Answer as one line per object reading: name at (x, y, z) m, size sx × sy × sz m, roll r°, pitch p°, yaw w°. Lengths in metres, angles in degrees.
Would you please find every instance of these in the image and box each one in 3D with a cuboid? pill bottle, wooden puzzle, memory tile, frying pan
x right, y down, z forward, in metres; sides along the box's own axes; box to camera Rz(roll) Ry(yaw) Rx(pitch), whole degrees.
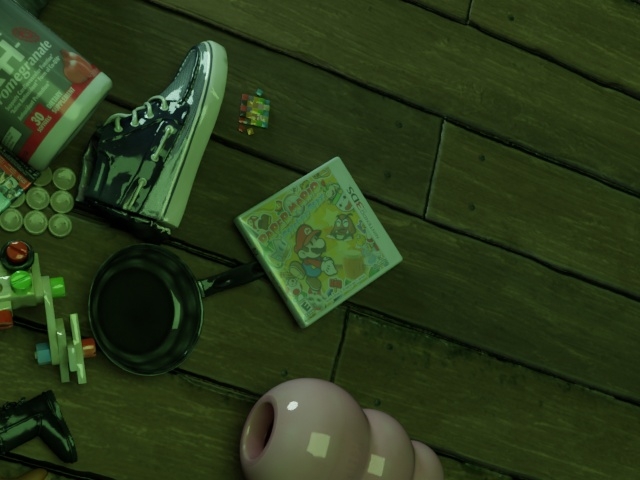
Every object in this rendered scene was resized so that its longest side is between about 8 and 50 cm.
pill bottle at (-0.477, -0.263, 1.811) m, size 0.318 × 0.176 × 0.176 m, roll 39°, pitch 66°, yaw -10°
wooden puzzle at (-0.108, -0.211, 2.046) m, size 0.049 × 0.006 × 0.083 m, roll 11°, pitch 74°, yaw -20°
memory tile at (-0.443, -0.064, 1.868) m, size 0.148 × 0.012 × 0.113 m, roll 6°, pitch 75°, yaw -21°
frying pan at (-0.227, 0.065, 1.899) m, size 0.326 × 0.053 × 0.197 m, roll -47°, pitch 111°, yaw -34°

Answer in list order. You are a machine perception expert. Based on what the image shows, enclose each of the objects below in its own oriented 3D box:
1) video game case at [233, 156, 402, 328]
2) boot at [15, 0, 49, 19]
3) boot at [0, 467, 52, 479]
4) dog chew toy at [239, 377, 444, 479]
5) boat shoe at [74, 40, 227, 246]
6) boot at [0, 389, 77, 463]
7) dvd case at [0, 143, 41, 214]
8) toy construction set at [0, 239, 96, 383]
video game case at (0.000, 0.000, 2.020) m, size 0.227 × 0.026 × 0.206 m, roll -33°, pitch 91°, yaw -31°
boot at (-0.513, -0.495, 1.891) m, size 0.338 × 0.118 × 0.223 m, roll 40°, pitch 71°, yaw -5°
boot at (-0.486, 0.329, 1.724) m, size 0.197 × 0.073 × 0.152 m, roll -31°, pitch 89°, yaw -27°
dog chew toy at (0.047, 0.337, 1.882) m, size 0.331 × 0.206 × 0.207 m, roll 24°, pitch 69°, yaw -24°
boat shoe at (-0.259, -0.175, 1.906) m, size 0.158 × 0.127 × 0.341 m, roll 23°, pitch 70°, yaw -24°
boot at (-0.413, 0.279, 1.781) m, size 0.099 × 0.045 × 0.121 m, roll -20°, pitch 79°, yaw -28°
dvd case at (-0.485, -0.087, 1.842) m, size 0.087 × 0.013 × 0.119 m, roll 43°, pitch 64°, yaw -7°
toy construction set at (-0.471, 0.121, 1.735) m, size 0.327 × 0.151 × 0.215 m, roll -1°, pitch 64°, yaw -28°
